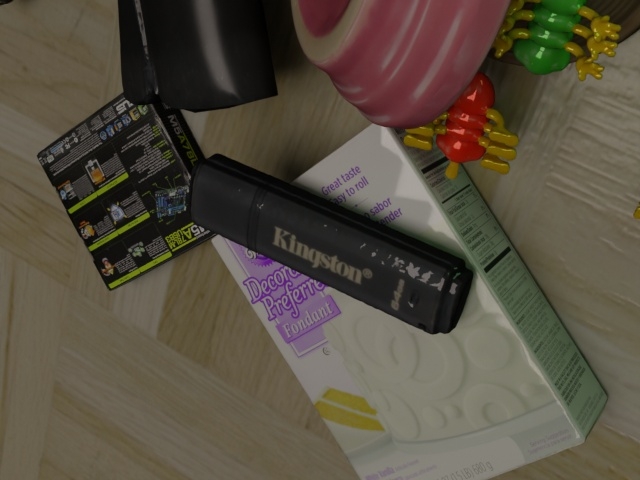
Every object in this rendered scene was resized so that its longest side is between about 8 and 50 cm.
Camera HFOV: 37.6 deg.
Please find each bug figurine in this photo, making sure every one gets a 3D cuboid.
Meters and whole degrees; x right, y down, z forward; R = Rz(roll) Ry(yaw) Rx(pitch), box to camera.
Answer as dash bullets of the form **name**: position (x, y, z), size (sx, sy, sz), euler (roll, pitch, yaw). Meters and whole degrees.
- **bug figurine**: position (0.215, -0.097, 0.722), size (0.279, 0.072, 0.216), euler (20, 140, 6)

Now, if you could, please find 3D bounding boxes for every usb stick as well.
- **usb stick**: position (0.000, 0.000, 0.835), size (0.278, 0.045, 0.077), euler (24, 117, 21)

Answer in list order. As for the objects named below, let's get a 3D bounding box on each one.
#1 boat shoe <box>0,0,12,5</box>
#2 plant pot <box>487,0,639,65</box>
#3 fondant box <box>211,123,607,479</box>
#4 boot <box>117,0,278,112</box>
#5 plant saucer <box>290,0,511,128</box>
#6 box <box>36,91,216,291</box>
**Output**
- **boat shoe**: position (-0.343, -0.363, 1.001), size (0.069, 0.081, 0.227), euler (13, 111, 31)
- **plant pot**: position (0.162, -0.249, 0.729), size (0.237, 0.110, 0.237), euler (10, 112, 26)
- **fondant box**: position (0.078, 0.073, 0.899), size (0.238, 0.096, 0.330), euler (-33, 87, 34)
- **boot**: position (-0.101, -0.324, 0.766), size (0.367, 0.146, 0.445), euler (-149, 55, -64)
- **plant saucer**: position (0.048, -0.250, 0.686), size (0.332, 0.084, 0.332), euler (-178, 90, -72)
- **box**: position (-0.209, -0.059, 1.052), size (0.191, 0.045, 0.184), euler (-27, 94, 33)
